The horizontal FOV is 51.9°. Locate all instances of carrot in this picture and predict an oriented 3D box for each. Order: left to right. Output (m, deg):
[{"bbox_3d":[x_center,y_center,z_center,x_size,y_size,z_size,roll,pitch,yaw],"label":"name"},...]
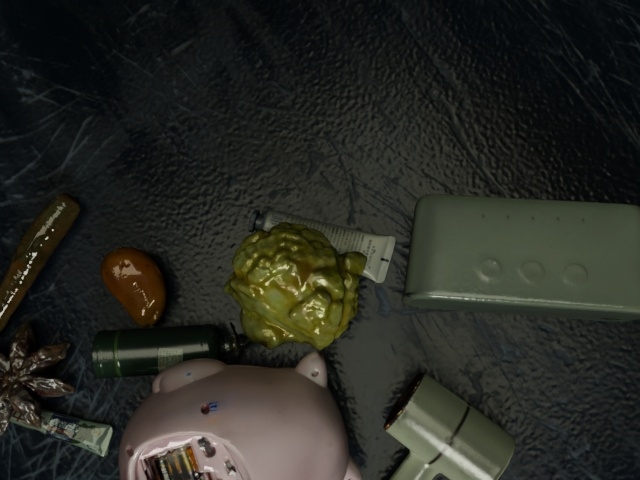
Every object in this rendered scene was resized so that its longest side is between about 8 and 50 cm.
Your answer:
[{"bbox_3d":[-0.585,0.056,1.296,0.070,0.070,0.342,32,90,8],"label":"carrot"}]

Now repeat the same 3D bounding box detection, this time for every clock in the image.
[{"bbox_3d":[-0.136,0.369,1.112,0.377,0.250,0.368,-18,92,-5],"label":"clock"}]

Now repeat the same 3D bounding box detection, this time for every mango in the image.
[{"bbox_3d":[-0.349,0.083,1.261,0.105,0.084,0.159,-30,104,3],"label":"mango"}]

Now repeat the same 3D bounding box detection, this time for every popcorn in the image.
[{"bbox_3d":[-0.039,0.079,1.160,0.255,0.256,0.194,-28,39,28],"label":"popcorn"}]

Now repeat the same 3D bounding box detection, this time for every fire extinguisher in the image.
[{"bbox_3d":[-0.265,0.204,1.229,0.295,0.093,0.118,-3,129,-2],"label":"fire extinguisher"}]

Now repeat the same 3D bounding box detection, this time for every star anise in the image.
[{"bbox_3d":[-0.568,0.256,1.261,0.197,0.073,0.212,-32,74,-18],"label":"star anise"}]

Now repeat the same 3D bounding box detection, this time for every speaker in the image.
[{"bbox_3d":[0.353,0.033,1.147,0.407,0.183,0.184,4,80,7],"label":"speaker"}]

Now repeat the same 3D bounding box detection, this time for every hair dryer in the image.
[{"bbox_3d":[0.157,0.434,1.167,0.203,0.128,0.362,35,97,7],"label":"hair dryer"}]

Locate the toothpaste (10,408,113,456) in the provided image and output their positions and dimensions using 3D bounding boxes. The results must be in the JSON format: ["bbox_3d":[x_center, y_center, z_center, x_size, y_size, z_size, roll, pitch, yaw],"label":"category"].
[{"bbox_3d":[-0.514,0.357,1.274,0.234,0.038,0.060,15,81,5],"label":"toothpaste"}]

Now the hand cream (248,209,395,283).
[{"bbox_3d":[0.000,0.000,1.249,0.276,0.059,0.095,17,89,2],"label":"hand cream"}]
